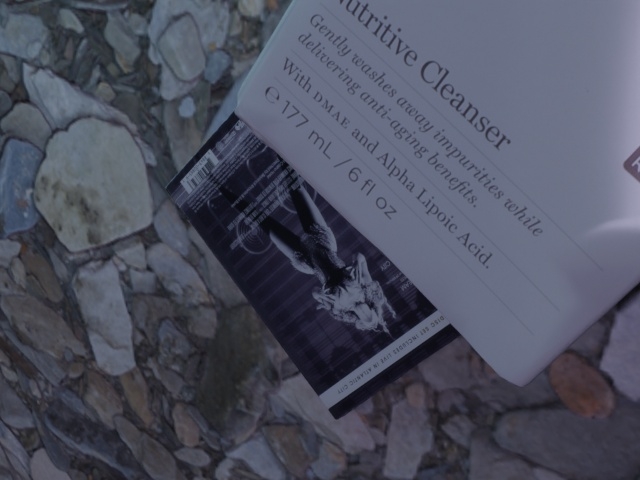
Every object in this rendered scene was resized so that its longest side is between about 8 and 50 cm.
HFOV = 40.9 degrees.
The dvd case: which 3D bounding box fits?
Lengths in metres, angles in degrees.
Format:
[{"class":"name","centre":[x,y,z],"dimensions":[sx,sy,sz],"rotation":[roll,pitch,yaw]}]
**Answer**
[{"class":"dvd case","centre":[0.000,0.000,0.608],"dimensions":[0.164,0.018,0.221],"rotation":[-42,81,34]}]

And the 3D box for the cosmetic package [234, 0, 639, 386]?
[{"class":"cosmetic package","centre":[0.157,-0.144,0.376],"dimensions":[0.217,0.156,0.385],"rotation":[44,125,14]}]
